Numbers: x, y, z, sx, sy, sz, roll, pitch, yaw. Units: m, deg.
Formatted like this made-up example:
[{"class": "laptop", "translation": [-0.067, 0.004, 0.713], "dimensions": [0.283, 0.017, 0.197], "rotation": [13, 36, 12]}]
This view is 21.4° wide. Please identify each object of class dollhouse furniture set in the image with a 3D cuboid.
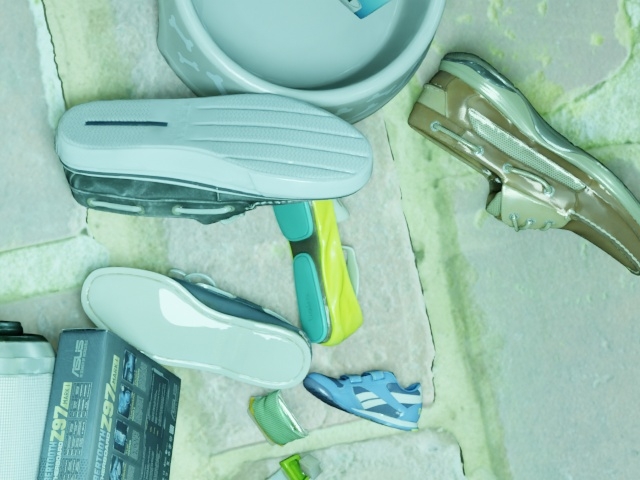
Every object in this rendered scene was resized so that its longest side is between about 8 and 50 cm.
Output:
[{"class": "dollhouse furniture set", "translation": [-0.039, 0.239, 1.824], "dimensions": [0.058, 0.076, 0.152], "rotation": [-36, 95, -27]}]

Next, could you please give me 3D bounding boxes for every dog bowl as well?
[{"class": "dog bowl", "translation": [-0.019, -0.292, 1.837], "dimensions": [0.348, 0.102, 0.349], "rotation": [0, 88, -12]}]

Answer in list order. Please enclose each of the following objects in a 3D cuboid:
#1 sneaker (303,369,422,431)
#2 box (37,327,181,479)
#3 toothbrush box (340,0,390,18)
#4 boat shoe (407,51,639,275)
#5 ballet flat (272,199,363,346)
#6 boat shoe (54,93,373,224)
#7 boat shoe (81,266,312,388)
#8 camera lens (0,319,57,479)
[{"class": "sneaker", "translation": [0.049, 0.166, 1.864], "dimensions": [0.144, 0.053, 0.059], "rotation": [20, 85, -20]}, {"class": "box", "translation": [-0.214, 0.224, 1.711], "dimensions": [0.059, 0.183, 0.233], "rotation": [-2, 69, 20]}, {"class": "toothbrush box", "translation": [0.034, -0.351, 1.647], "dimensions": [0.216, 0.295, 0.126], "rotation": [41, 81, -8]}, {"class": "boat shoe", "translation": [0.232, -0.068, 1.885], "dimensions": [0.324, 0.122, 0.120], "rotation": [42, 86, 0]}, {"class": "ballet flat", "translation": [0.000, 0.000, 1.854], "dimensions": [0.077, 0.077, 0.231], "rotation": [-15, 95, -34]}, {"class": "boat shoe", "translation": [-0.109, -0.078, 1.780], "dimensions": [0.335, 0.119, 0.121], "rotation": [7, 48, 9]}, {"class": "boat shoe", "translation": [-0.130, 0.086, 1.810], "dimensions": [0.254, 0.079, 0.095], "rotation": [15, 101, -4]}, {"class": "camera lens", "translation": [-0.376, 0.214, 1.682], "dimensions": [0.219, 0.219, 0.274], "rotation": [3, 88, -12]}]
